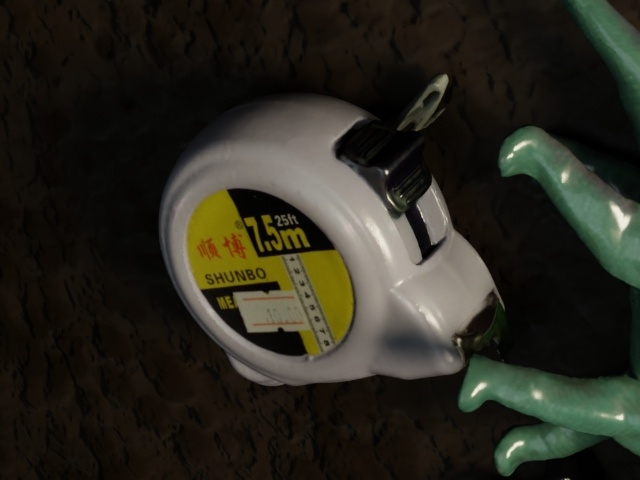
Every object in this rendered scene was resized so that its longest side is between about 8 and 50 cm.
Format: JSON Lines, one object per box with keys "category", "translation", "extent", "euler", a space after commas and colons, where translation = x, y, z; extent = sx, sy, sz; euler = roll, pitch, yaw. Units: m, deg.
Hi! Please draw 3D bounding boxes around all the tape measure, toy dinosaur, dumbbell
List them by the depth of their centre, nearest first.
{"category": "toy dinosaur", "translation": [0.248, 0.042, 0.795], "extent": [0.330, 0.129, 0.384], "euler": [11, 110, 18]}
{"category": "tape measure", "translation": [0.001, -0.003, 0.936], "extent": [0.196, 0.105, 0.178], "euler": [-3, 118, 37]}
{"category": "dumbbell", "translation": [0.130, 0.154, 0.960], "extent": [0.036, 0.040, 0.083], "euler": [36, 135, -24]}
